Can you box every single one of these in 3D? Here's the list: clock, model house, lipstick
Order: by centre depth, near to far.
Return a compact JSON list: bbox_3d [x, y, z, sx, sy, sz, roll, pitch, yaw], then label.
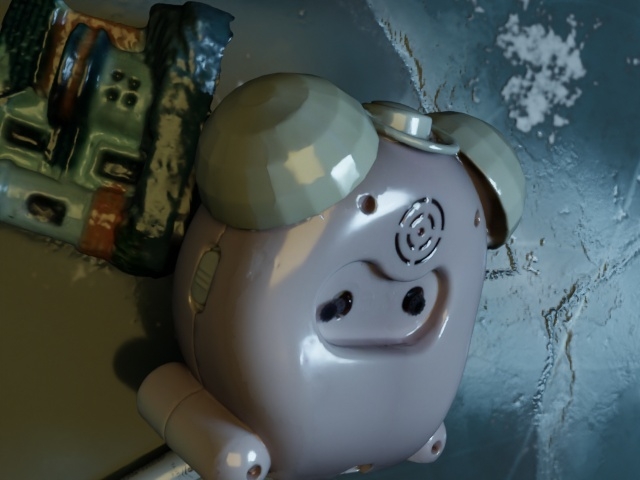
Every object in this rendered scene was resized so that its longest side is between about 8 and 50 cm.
[{"bbox_3d":[0.021,0.032,0.833,0.342,0.184,0.326,4,105,-49],"label":"clock"},{"bbox_3d":[-0.243,-0.118,0.860,0.291,0.184,0.253,15,89,-10],"label":"model house"},{"bbox_3d":[-0.176,0.244,0.935,0.141,0.040,0.040,-29,96,-15],"label":"lipstick"}]
